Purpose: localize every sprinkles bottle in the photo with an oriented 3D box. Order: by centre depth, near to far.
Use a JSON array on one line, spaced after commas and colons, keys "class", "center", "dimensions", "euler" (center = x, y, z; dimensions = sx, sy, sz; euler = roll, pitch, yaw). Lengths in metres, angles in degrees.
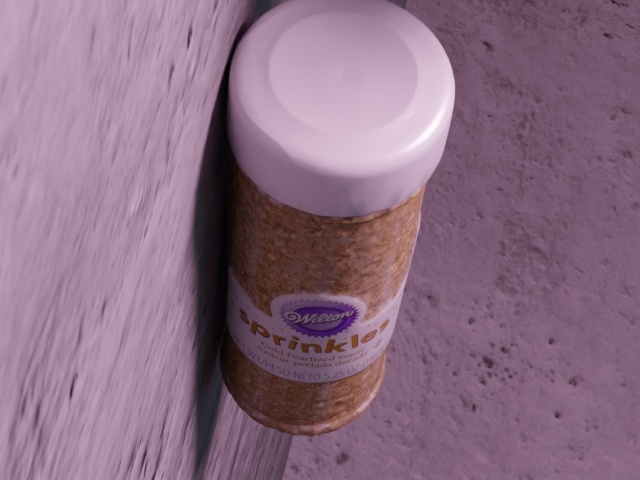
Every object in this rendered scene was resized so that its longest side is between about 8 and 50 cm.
[{"class": "sprinkles bottle", "center": [0.000, 0.000, 0.964], "dimensions": [0.355, 0.121, 0.121], "euler": [98, 6, -60]}]
